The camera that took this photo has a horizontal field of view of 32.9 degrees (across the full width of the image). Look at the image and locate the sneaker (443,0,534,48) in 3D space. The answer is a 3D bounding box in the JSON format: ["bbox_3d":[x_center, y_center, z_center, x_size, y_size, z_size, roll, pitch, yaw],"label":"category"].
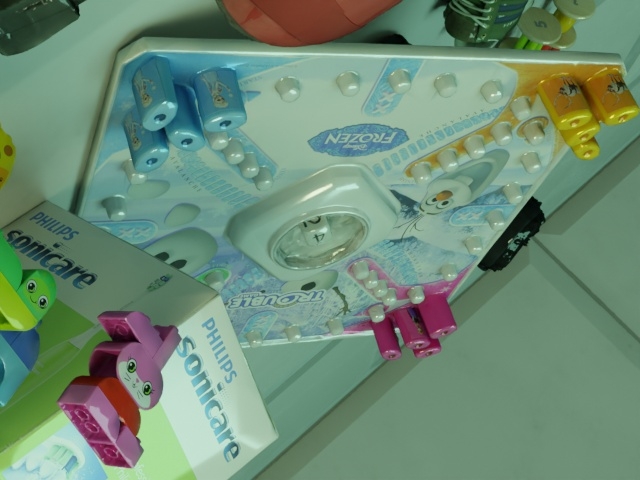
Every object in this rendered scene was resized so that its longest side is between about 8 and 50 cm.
[{"bbox_3d":[0.150,-0.216,0.974,0.086,0.064,0.192,-49,169,2],"label":"sneaker"}]

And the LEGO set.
[{"bbox_3d":[-0.149,-0.006,0.503,0.093,0.087,0.227,-60,136,-40],"label":"LEGO set"}]

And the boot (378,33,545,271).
[{"bbox_3d":[0.121,-0.073,1.018,0.094,0.207,0.246,-46,166,-4],"label":"boot"}]

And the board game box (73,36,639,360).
[{"bbox_3d":[0.000,0.000,0.858,0.390,0.050,0.390,-3,146,-26],"label":"board game box"}]

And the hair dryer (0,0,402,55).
[{"bbox_3d":[-0.034,-0.133,0.417,0.294,0.080,0.223,-13,170,3],"label":"hair dryer"}]

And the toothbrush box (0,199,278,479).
[{"bbox_3d":[-0.204,0.119,0.627,0.283,0.206,0.122,-38,128,-26],"label":"toothbrush box"}]

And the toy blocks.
[{"bbox_3d":[0.245,-0.216,1.264,0.123,0.054,0.148,-36,164,-32],"label":"toy blocks"}]
